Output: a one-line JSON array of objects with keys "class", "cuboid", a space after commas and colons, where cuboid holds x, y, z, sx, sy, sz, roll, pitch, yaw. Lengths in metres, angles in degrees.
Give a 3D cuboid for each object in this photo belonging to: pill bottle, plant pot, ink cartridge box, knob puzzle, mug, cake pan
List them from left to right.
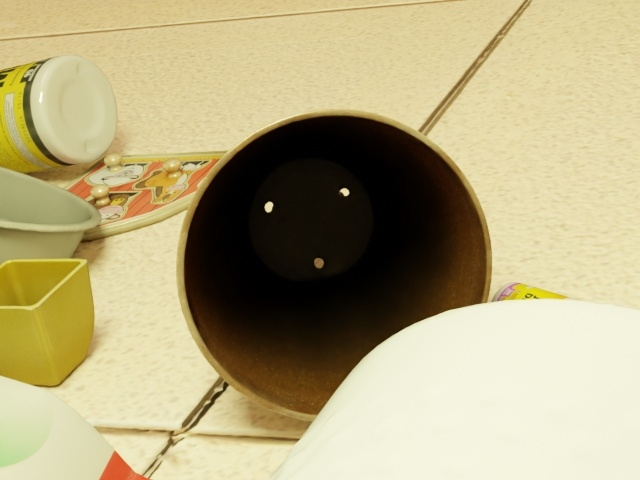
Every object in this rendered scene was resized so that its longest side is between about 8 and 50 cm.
[{"class": "cake pan", "cuboid": [-0.350, -0.032, 1.355, 0.293, 0.054, 0.293, 15, 9, -2]}, {"class": "pill bottle", "cuboid": [-0.335, -0.130, 1.617, 0.208, 0.119, 0.119, -7, 23, 35]}, {"class": "plant pot", "cuboid": [-0.228, 0.070, 1.181, 0.081, 0.083, 0.081, -1, 27, 26]}, {"class": "ink cartridge box", "cuboid": [-0.169, 0.164, 0.883, 0.225, 0.056, 0.181, 14, 29, 4]}, {"class": "knob puzzle", "cuboid": [-0.200, -0.054, 1.506, 0.213, 0.030, 0.213, -11, 24, 5]}, {"class": "plant pot", "cuboid": [0.000, 0.000, 1.107, 0.215, 0.215, 0.230, -14, 11, -3]}, {"class": "mug", "cuboid": [0.019, 0.241, 0.513, 0.374, 0.276, 0.328, -32, 13, 45]}, {"class": "pill bottle", "cuboid": [0.164, 0.059, 1.057, 0.043, 0.043, 0.083, -29, 28, -32]}]
